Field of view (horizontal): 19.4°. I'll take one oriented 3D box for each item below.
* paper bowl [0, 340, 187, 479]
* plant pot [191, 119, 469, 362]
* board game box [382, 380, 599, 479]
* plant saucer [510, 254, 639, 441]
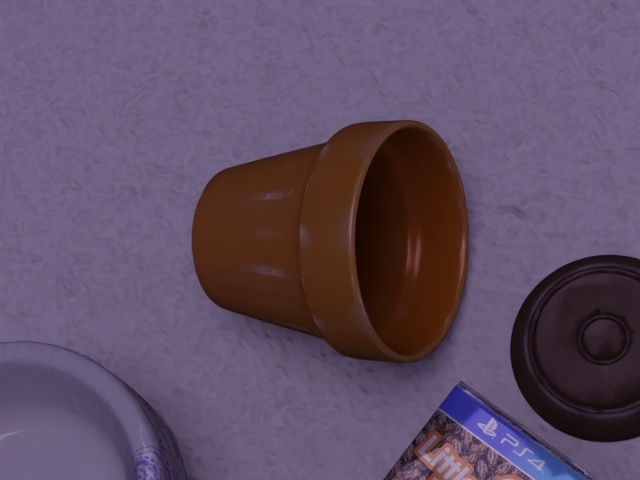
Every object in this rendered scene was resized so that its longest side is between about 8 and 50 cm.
[{"bbox_3d":[-0.250,0.240,1.616,0.284,0.148,0.284,-5,69,13],"label":"paper bowl"},{"bbox_3d":[0.000,0.000,1.624,0.188,0.205,0.205,1,70,32],"label":"plant pot"},{"bbox_3d":[0.093,0.289,1.463,0.141,0.232,0.291,36,83,22],"label":"board game box"},{"bbox_3d":[0.244,0.088,1.607,0.168,0.029,0.168,-5,69,13],"label":"plant saucer"}]
